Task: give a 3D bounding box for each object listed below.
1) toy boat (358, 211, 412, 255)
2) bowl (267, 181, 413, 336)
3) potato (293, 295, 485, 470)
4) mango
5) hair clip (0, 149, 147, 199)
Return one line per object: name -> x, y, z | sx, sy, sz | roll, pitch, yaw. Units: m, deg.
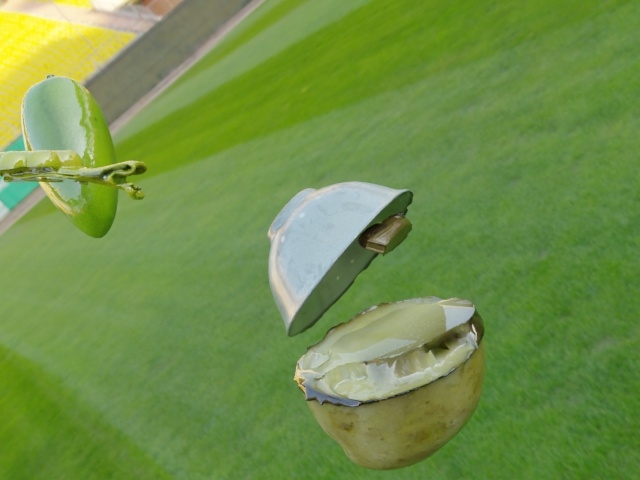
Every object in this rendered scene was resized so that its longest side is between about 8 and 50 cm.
toy boat -> 0.109, -0.016, 1.284 | 0.149, 0.049, 0.047 | -34, -34, -57
bowl -> 0.000, 0.000, 1.325 | 0.313, 0.146, 0.313 | -48, -13, -15
potato -> 0.116, 0.225, 1.172 | 0.286, 0.242, 0.242 | -29, 13, -23
mango -> -0.481, -0.158, 1.539 | 0.156, 0.342, 0.192 | -11, -22, -30
hair clip -> -0.287, -0.079, 0.892 | 0.072, 0.173, 0.046 | -29, -53, -83
